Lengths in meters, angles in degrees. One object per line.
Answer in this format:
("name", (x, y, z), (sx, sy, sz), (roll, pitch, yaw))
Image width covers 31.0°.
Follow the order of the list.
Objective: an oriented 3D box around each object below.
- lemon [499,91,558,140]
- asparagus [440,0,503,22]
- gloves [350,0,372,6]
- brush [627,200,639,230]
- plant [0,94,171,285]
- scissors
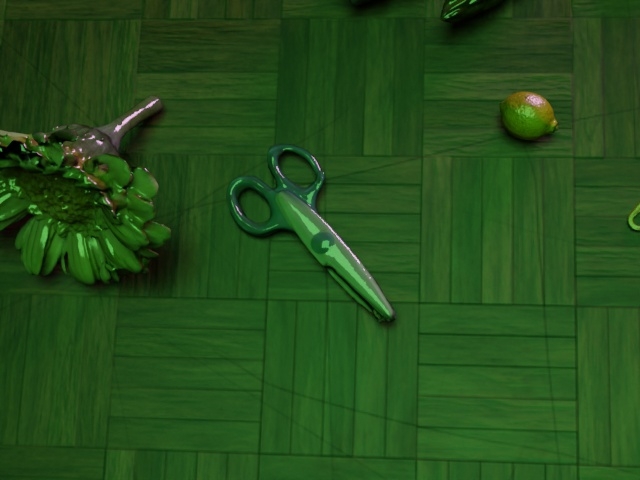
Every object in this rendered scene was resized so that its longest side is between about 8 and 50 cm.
("lemon", (0.273, -0.163, 1.515), (0.083, 0.062, 0.062), (23, 80, 13))
("asparagus", (0.262, -0.385, 1.566), (0.080, 0.080, 0.287), (42, 75, 13))
("gloves", (0.150, -0.419, 1.560), (0.285, 0.142, 0.119), (-41, 79, 13))
("brush", (0.467, -0.093, 1.506), (0.083, 0.011, 0.205), (37, 83, 12))
("plant", (-0.307, -0.093, 1.453), (0.306, 0.261, 0.297), (41, 83, 2))
("scissors", (0.000, 0.000, 1.512), (0.138, 0.041, 0.289), (-41, 72, -4))
